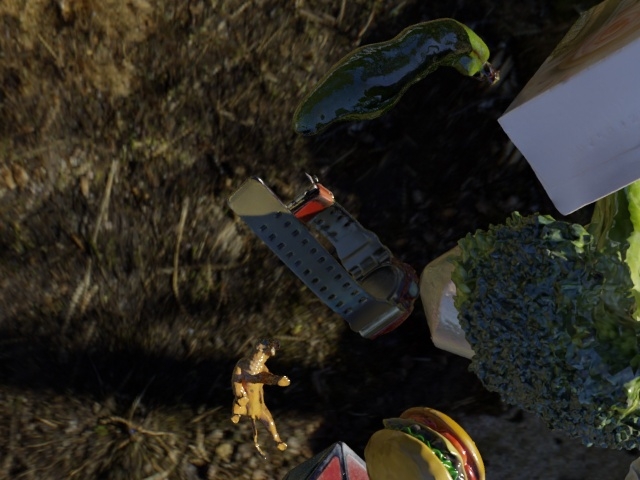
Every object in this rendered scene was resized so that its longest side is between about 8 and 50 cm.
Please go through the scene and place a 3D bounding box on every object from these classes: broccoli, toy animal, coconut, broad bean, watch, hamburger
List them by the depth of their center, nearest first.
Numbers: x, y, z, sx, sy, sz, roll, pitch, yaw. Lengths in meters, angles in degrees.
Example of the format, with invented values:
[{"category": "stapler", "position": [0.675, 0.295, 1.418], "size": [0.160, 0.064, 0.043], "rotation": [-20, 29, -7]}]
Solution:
[{"category": "broad bean", "position": [0.060, -0.129, 0.728], "size": [0.195, 0.046, 0.061], "rotation": [-19, 97, -31]}, {"category": "broccoli", "position": [0.296, 0.028, 1.064], "size": [0.275, 0.353, 0.396], "rotation": [1, 80, 28]}, {"category": "watch", "position": [0.005, 0.002, 1.129], "size": [0.102, 0.165, 0.268], "rotation": [-38, 110, 18]}, {"category": "hamburger", "position": [0.135, 0.298, 1.266], "size": [0.115, 0.162, 0.162], "rotation": [-33, 86, -35]}, {"category": "coconut", "position": [0.301, 0.109, 1.803], "size": [0.244, 0.239, 0.239], "rotation": [21, 74, 21]}, {"category": "toy animal", "position": [-0.129, 0.320, 1.865], "size": [0.114, 0.116, 0.255], "rotation": [-4, 120, -16]}]

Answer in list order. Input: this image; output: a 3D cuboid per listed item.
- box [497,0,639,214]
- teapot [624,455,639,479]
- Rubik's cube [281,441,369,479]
[{"category": "box", "position": [0.215, -0.115, 0.615], "size": [0.081, 0.135, 0.199], "rotation": [51, 42, -11]}, {"category": "teapot", "position": [0.261, 0.146, 0.494], "size": [0.222, 0.178, 0.163], "rotation": [-40, 111, -12]}, {"category": "Rubik's cube", "position": [0.005, 0.552, 1.726], "size": [0.255, 0.260, 0.259], "rotation": [43, 53, 3]}]
